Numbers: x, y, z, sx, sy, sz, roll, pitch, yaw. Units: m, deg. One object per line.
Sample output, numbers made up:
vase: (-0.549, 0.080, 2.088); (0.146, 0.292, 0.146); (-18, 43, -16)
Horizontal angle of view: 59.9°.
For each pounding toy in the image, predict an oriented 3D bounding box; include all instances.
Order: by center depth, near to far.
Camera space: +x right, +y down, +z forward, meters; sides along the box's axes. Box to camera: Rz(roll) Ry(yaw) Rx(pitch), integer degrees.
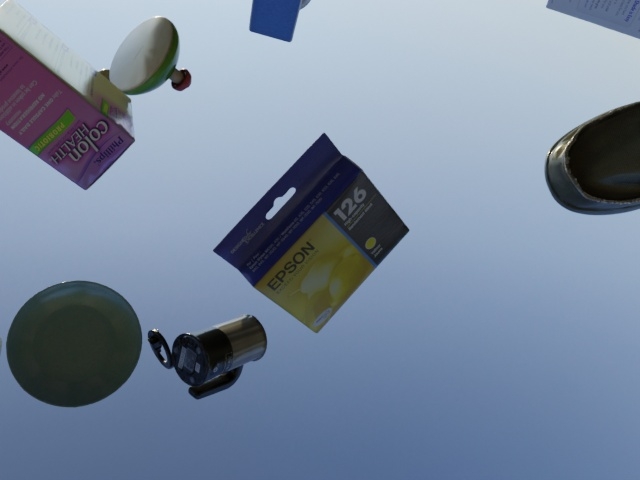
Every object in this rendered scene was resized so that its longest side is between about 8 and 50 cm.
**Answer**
pounding toy: (-0.366, -0.353, 1.196); (0.110, 0.237, 0.183); (34, -156, -51)

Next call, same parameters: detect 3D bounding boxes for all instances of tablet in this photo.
tablet: (-0.053, -0.262, 0.641); (0.054, 0.083, 0.006); (13, -109, -8)

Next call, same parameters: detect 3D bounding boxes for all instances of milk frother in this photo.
milk frother: (-0.191, 0.171, 0.916); (0.143, 0.129, 0.135); (44, -151, 23)

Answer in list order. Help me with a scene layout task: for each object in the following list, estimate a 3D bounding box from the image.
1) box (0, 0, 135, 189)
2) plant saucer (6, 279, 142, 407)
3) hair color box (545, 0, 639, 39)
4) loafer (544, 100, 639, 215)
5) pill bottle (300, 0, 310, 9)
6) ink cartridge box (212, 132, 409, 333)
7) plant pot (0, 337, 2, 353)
box: (-0.426, -0.231, 0.867); (0.243, 0.117, 0.213); (41, -170, -35)
plant saucer: (-0.384, 0.161, 0.876); (0.195, 0.037, 0.194); (6, -103, -28)
hair color box: (0.577, -0.433, 0.927); (0.339, 0.185, 0.110); (29, -100, 17)
loafer: (0.308, -0.093, 0.444); (0.087, 0.251, 0.094); (33, -142, -76)
pill bottle: (-0.045, -0.447, 0.940); (0.087, 0.087, 0.160); (28, -149, -14)
ink cartridge box: (0.000, 0.000, 1.095); (0.072, 0.303, 0.307); (43, 180, 45)
plant pot: (-0.594, 0.190, 0.928); (0.134, 0.134, 0.095); (34, -137, -8)
